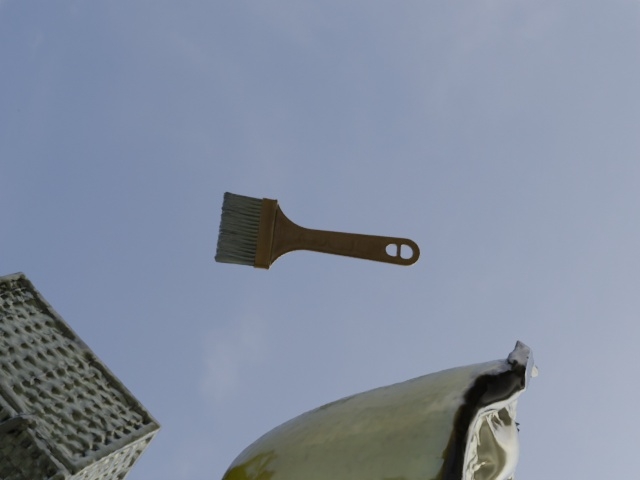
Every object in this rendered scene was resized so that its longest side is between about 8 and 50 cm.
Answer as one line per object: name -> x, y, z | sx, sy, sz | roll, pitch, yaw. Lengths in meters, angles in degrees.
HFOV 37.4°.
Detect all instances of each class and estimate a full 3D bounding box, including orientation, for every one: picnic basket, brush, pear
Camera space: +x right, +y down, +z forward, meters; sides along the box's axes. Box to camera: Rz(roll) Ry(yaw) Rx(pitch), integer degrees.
picnic basket -> -0.262, 0.146, 0.755 | 0.196, 0.154, 0.134 | 45, -67, 15
brush -> 0.000, 0.000, 1.258 | 0.272, 0.013, 0.103 | 7, -113, -5
pear -> 0.022, 0.179, 0.558 | 0.178, 0.267, 0.266 | 7, -83, 18
